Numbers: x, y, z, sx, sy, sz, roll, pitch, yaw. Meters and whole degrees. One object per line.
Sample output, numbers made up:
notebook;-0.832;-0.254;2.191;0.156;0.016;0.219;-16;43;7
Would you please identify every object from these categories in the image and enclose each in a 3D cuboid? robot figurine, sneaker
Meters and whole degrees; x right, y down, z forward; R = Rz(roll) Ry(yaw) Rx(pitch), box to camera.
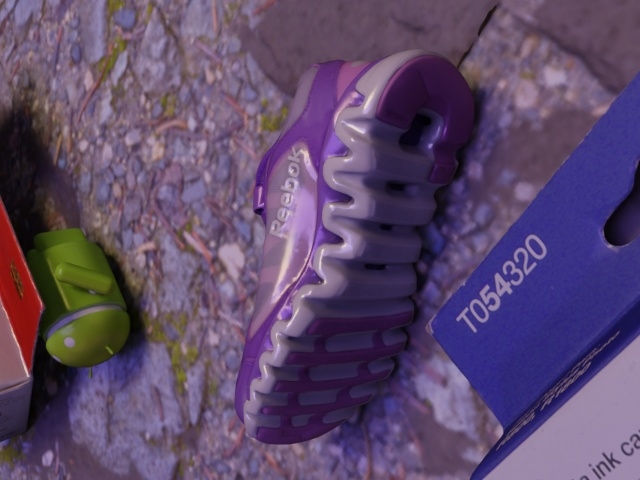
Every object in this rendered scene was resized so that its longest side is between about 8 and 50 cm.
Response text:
robot figurine;-0.189;0.047;0.657;0.101;0.067;0.115;-47;63;43
sneaker;0.000;0.000;0.487;0.105;0.095;0.236;29;105;43

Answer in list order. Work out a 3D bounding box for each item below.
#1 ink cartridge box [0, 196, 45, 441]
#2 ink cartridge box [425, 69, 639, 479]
ink cartridge box;-0.312;0.010;0.718;0.275;0.060;0.239;61;148;21
ink cartridge box;0.198;0.063;0.303;0.330;0.071;0.324;52;130;25
